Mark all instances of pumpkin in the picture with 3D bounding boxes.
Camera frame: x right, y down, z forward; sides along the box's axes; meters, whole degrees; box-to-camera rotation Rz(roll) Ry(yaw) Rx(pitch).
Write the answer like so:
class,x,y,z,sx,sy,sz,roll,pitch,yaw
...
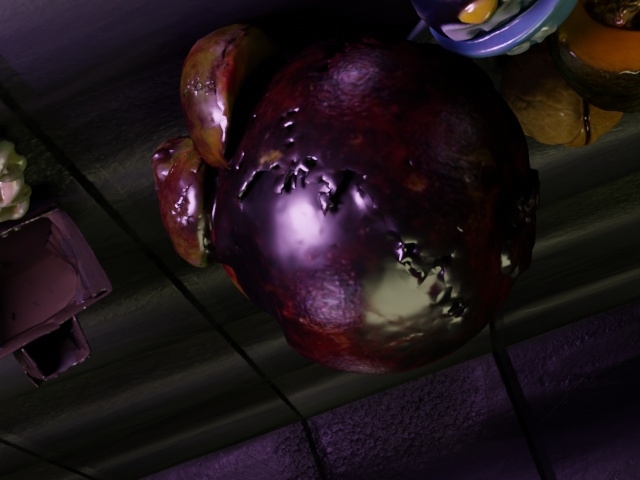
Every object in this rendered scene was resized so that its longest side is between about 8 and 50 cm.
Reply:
class,x,y,z,sx,sy,sz,roll,pitch,yaw
pumpkin,0.412,-0.247,1.562,0.317,0.222,0.139,-20,168,-4

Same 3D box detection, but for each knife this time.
class,x,y,z,sx,sy,sz,roll,pitch,yaw
knife,0.140,-0.268,1.562,0.028,0.015,0.210,-3,155,-27

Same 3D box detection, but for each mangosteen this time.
class,x,y,z,sx,sy,sz,roll,pitch,yaw
mangosteen,0.035,-0.065,1.508,0.381,0.421,0.381,-46,164,-17

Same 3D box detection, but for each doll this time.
class,x,y,z,sx,sy,sz,roll,pitch,yaw
doll,0.158,-0.267,1.389,0.177,0.141,0.314,-30,154,30

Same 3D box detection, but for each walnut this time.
class,x,y,z,sx,sy,sz,roll,pitch,yaw
walnut,0.305,-0.186,1.735,0.144,0.144,0.180,-17,-157,-7

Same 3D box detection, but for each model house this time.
class,x,y,z,sx,sy,sz,roll,pitch,yaw
model house,-0.383,0.079,1.759,0.211,0.204,0.243,-31,-170,-17

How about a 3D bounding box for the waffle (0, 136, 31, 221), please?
class,x,y,z,sx,sy,sz,roll,pitch,yaw
waffle,-0.474,-0.037,1.540,0.309,0.056,0.292,-18,161,-8
